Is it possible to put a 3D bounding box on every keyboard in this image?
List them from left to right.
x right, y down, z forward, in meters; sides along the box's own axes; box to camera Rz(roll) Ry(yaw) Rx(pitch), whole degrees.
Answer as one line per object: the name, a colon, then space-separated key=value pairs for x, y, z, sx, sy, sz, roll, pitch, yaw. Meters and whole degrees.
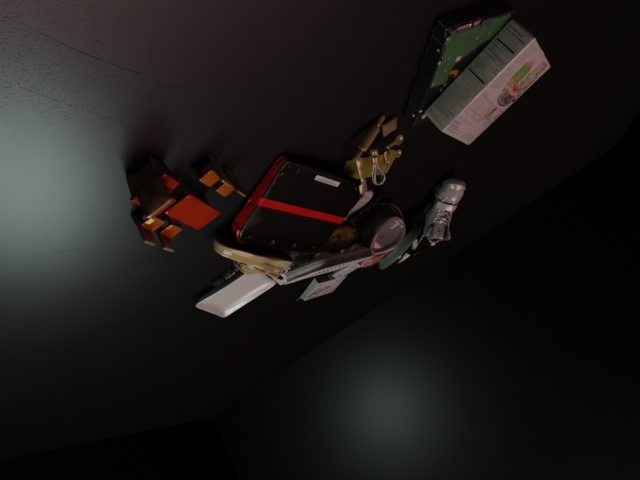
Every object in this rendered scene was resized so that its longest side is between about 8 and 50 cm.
keyboard: x=0.190 y=-0.122 z=1.767 sx=0.192 sy=0.038 sz=0.100 roll=-39 pitch=176 yaw=-6

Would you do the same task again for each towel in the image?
towel: x=0.164 y=-0.262 z=1.522 sx=0.237 sy=0.021 sz=0.102 roll=-16 pitch=147 yaw=-33

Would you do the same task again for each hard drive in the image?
hard drive: x=0.392 y=-0.506 z=1.266 sx=0.237 sy=0.064 sz=0.339 roll=-26 pitch=157 yaw=-18

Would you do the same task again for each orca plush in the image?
orca plush: x=0.496 y=-0.003 z=2.386 sx=0.287 sy=0.151 sz=0.102 roll=-37 pitch=126 yaw=18

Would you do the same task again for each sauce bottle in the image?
sauce bottle: x=0.000 y=0.000 z=1.717 sx=0.344 sy=0.111 sz=0.111 roll=-12 pitch=150 yaw=-41

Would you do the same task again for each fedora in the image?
fedora: x=0.257 y=-0.025 z=1.846 sx=0.275 sy=0.124 sz=0.244 roll=-37 pitch=117 yaw=-4

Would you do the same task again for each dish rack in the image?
dish rack: x=0.030 y=0.090 z=1.756 sx=0.333 sy=0.072 sz=0.285 roll=-10 pitch=169 yaw=-45

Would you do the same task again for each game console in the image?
game console: x=-0.066 y=-0.102 z=1.412 sx=0.386 sy=0.060 sz=0.342 roll=10 pitch=126 yaw=-44

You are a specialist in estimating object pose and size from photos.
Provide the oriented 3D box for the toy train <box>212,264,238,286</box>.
toy train: x=-0.340 y=0.123 z=1.625 sx=0.158 sy=0.027 sz=0.036 roll=-37 pitch=161 yaw=11

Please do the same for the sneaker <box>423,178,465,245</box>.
sneaker: x=0.597 y=-0.127 z=2.086 sx=0.137 sy=0.210 sz=0.366 roll=11 pitch=151 yaw=-4

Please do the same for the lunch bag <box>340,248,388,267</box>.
lunch bag: x=0.236 y=0.012 z=2.060 sx=0.258 sy=0.120 sz=0.293 roll=3 pitch=139 yaw=-48

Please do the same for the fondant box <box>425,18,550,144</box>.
fondant box: x=0.507 y=-0.458 z=1.310 sx=0.330 sy=0.096 sz=0.238 roll=-45 pitch=155 yaw=28

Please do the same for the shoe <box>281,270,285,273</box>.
shoe: x=-0.208 y=0.090 z=1.677 sx=0.058 sy=0.076 sz=0.219 roll=-34 pitch=150 yaw=10

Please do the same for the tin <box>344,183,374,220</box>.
tin: x=0.129 y=-0.145 z=1.693 sx=0.189 sy=0.040 sz=0.106 roll=-43 pitch=152 yaw=22

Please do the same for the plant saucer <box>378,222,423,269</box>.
plant saucer: x=0.399 y=0.019 z=2.224 sx=0.317 sy=0.043 sz=0.317 roll=-48 pitch=-178 yaw=2

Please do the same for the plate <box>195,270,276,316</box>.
plate: x=-0.341 y=0.204 z=1.766 sx=0.277 sy=0.045 sz=0.278 roll=-34 pitch=157 yaw=-1

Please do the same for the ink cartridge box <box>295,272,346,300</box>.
ink cartridge box: x=0.005 y=0.259 z=2.335 sx=0.223 sy=0.045 sz=0.224 roll=-11 pitch=150 yaw=-43

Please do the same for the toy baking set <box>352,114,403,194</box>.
toy baking set: x=0.185 y=-0.272 z=1.386 sx=0.256 sy=0.030 sz=0.197 roll=-54 pitch=138 yaw=2

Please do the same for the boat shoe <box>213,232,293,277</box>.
boat shoe: x=-0.233 y=0.066 z=1.466 sx=0.341 sy=0.121 sz=0.110 roll=21 pitch=110 yaw=-50

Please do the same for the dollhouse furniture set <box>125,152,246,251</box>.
dollhouse furniture set: x=-0.340 y=-0.086 z=1.056 sx=0.262 sy=0.135 sz=0.259 roll=-36 pitch=158 yaw=7

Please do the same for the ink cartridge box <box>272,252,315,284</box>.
ink cartridge box: x=-0.103 y=0.097 z=1.865 sx=0.232 sy=0.066 sz=0.189 roll=-25 pitch=158 yaw=1

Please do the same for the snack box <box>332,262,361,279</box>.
snack box: x=0.122 y=0.108 z=1.964 sx=0.141 sy=0.037 sz=0.100 roll=-33 pitch=-155 yaw=29
